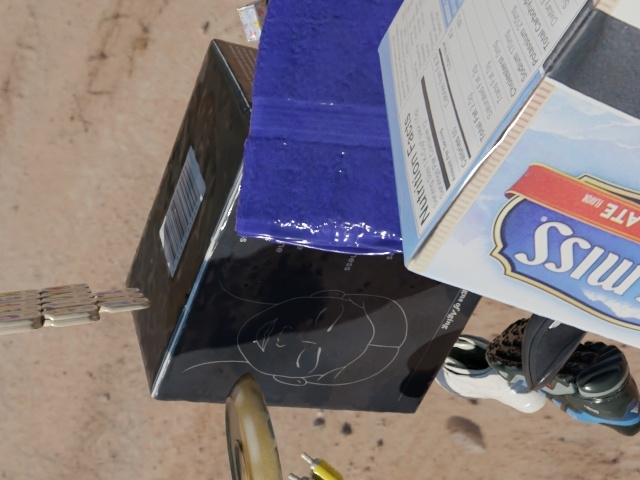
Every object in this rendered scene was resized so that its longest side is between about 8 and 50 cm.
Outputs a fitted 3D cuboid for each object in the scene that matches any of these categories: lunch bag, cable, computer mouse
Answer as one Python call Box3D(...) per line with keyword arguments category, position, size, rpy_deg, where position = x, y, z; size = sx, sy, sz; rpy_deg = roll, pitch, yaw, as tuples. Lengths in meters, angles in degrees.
Box3D(category="lunch bag", position=(-0.112, -0.428, 1.921), size=(0.053, 0.083, 0.071), rpy_deg=(-6, 110, 33))
Box3D(category="cable", position=(0.068, 0.487, 1.758), size=(0.287, 0.072, 0.139), rpy_deg=(23, 90, 5))
Box3D(category="computer mouse", position=(0.315, 0.054, 1.206), size=(0.060, 0.184, 0.262), rpy_deg=(36, 106, 6))

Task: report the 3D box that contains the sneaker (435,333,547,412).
Box3D(category="sneaker", position=(0.269, 0.221, 1.835), size=(0.292, 0.169, 0.108), rpy_deg=(3, 61, 59))

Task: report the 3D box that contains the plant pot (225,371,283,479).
Box3D(category="plant pot", position=(-0.084, 0.282, 1.226), size=(0.236, 0.032, 0.236), rpy_deg=(171, 90, -75))

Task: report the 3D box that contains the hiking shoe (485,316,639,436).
Box3D(category="hiking shoe", position=(0.347, 0.205, 1.451), size=(0.113, 0.132, 0.304), rpy_deg=(-38, 19, -11))

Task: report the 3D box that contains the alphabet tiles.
Box3D(category="alphabet tiles", position=(-0.376, 0.089, 1.345), size=(0.284, 0.278, 0.021), rpy_deg=(-164, 68, -73))

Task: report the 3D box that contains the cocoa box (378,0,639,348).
Box3D(category="cocoa box", position=(0.236, -0.079, 0.566), size=(0.231, 0.347, 0.228), rpy_deg=(-92, 27, -49))

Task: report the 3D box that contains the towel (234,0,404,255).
Box3D(category="towel", position=(0.034, -0.140, 1.076), size=(0.228, 0.076, 0.308), rpy_deg=(7, 90, 19))

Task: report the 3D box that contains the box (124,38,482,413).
Box3D(category="box", position=(0.000, 0.000, 1.559), size=(0.479, 0.472, 0.297), rpy_deg=(-65, 30, 28))
